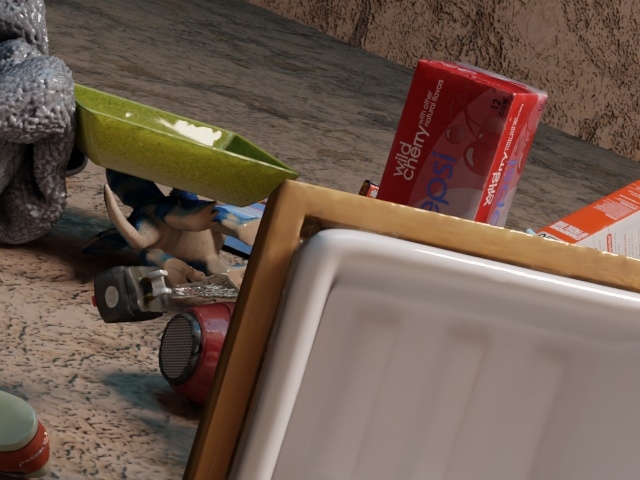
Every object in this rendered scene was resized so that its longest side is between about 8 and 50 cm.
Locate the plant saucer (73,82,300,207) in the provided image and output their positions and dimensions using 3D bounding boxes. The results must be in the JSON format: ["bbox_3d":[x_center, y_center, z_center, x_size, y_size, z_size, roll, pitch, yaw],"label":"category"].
[{"bbox_3d":[-0.133,-0.078,1.491,0.188,0.045,0.188,16,8,-22],"label":"plant saucer"}]

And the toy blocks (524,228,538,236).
[{"bbox_3d":[0.238,0.045,1.525,0.123,0.054,0.148,-10,52,-43],"label":"toy blocks"}]

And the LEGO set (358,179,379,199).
[{"bbox_3d":[0.159,-0.018,1.985,0.244,0.060,0.182,25,1,43],"label":"LEGO set"}]

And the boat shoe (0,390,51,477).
[{"bbox_3d":[-0.212,0.097,1.036,0.137,0.049,0.043,21,-30,27],"label":"boat shoe"}]

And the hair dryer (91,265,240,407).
[{"bbox_3d":[-0.006,0.083,1.189,0.223,0.080,0.293,7,-9,18],"label":"hair dryer"}]

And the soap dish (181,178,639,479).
[{"bbox_3d":[0.069,0.098,0.994,0.290,0.229,0.118,12,11,-24],"label":"soap dish"}]

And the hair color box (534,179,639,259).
[{"bbox_3d":[0.286,0.014,1.842,0.167,0.093,0.053,-25,34,-29],"label":"hair color box"}]

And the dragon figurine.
[{"bbox_3d":[-0.147,-0.016,1.522,0.144,0.085,0.289,22,9,27],"label":"dragon figurine"}]

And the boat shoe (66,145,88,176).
[{"bbox_3d":[-0.326,-0.106,1.715,0.228,0.080,0.076,20,8,-30],"label":"boat shoe"}]

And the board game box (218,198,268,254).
[{"bbox_3d":[0.000,0.000,1.778,0.160,0.039,0.211,22,13,15],"label":"board game box"}]

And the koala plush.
[{"bbox_3d":[-0.324,-0.086,1.447,0.221,0.203,0.196,-5,39,-19],"label":"koala plush"}]

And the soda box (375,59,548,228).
[{"bbox_3d":[0.086,-0.003,1.379,0.083,0.263,0.092,21,12,21],"label":"soda box"}]
